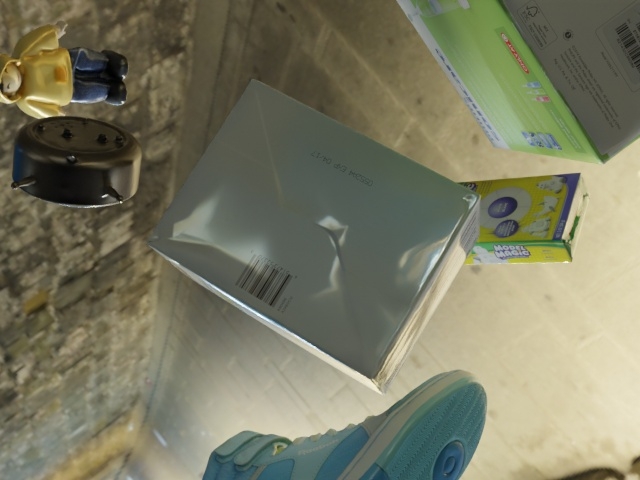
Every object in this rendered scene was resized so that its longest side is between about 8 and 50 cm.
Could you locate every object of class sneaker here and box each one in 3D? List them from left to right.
[{"bbox_3d":[0.004,0.217,0.862,0.208,0.319,0.127,22,143,47],"label":"sneaker"}]

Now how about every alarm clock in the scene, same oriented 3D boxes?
[{"bbox_3d":[-0.257,-0.096,0.918,0.192,0.129,0.064,-109,29,-64],"label":"alarm clock"}]

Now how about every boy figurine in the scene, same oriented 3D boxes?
[{"bbox_3d":[-0.467,-0.290,1.481,0.092,0.285,0.177,20,108,32],"label":"boy figurine"}]

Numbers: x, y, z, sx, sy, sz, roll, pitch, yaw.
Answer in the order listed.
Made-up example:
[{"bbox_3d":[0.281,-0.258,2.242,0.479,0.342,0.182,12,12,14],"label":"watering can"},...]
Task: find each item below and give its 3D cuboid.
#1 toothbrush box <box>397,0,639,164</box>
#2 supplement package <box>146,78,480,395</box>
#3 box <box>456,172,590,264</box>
[{"bbox_3d":[0.183,-0.189,0.750,0.206,0.122,0.283,54,180,-10],"label":"toothbrush box"},{"bbox_3d":[0.000,0.000,0.879,0.262,0.204,0.145,29,171,17],"label":"supplement package"},{"bbox_3d":[0.205,-0.023,0.980,0.179,0.105,0.043,-5,135,37],"label":"box"}]
